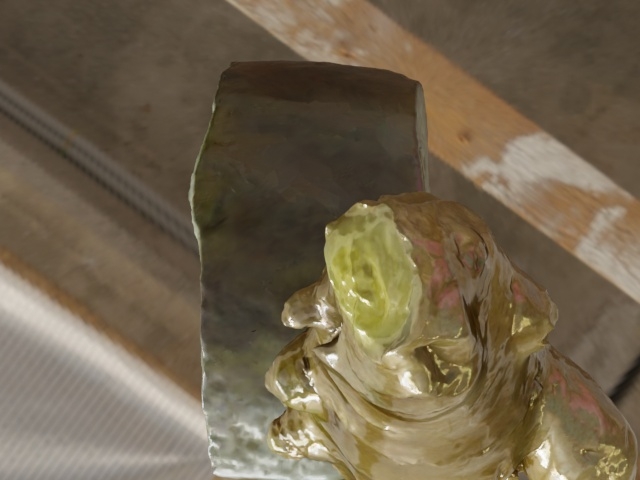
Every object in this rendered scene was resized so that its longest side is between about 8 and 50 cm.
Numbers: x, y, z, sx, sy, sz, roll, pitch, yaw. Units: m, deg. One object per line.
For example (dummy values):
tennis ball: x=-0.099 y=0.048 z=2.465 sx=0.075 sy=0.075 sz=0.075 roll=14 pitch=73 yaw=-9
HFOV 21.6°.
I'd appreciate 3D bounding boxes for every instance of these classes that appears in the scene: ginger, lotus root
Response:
ginger: x=0.034 y=0.044 z=0.576 sx=0.115 sy=0.205 sz=0.081 roll=17 pitch=-111 yaw=35
lotus root: x=0.000 y=0.000 z=0.858 sx=0.119 sy=0.138 sz=0.235 roll=-2 pitch=-127 yaw=5
